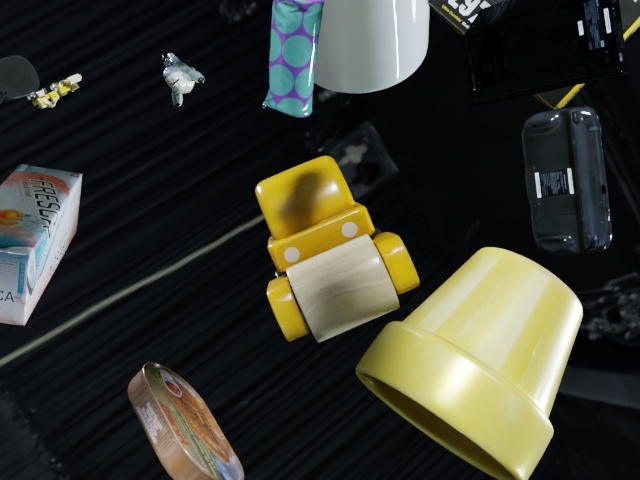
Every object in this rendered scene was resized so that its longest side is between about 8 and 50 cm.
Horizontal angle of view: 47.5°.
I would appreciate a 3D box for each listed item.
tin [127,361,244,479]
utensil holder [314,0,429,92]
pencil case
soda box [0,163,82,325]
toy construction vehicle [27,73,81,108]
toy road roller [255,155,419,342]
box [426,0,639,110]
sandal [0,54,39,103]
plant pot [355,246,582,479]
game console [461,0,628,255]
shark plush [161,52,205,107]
[{"bbox_3d":[-0.154,0.212,0.815,0.189,0.040,0.106,47,0,43],"label":"tin"},{"bbox_3d":[0.066,-0.546,1.500,0.327,0.328,0.385,42,-20,30],"label":"utensil holder"},{"bbox_3d":[-0.034,-0.234,0.910,0.070,0.065,0.151,-90,-173,-63],"label":"pencil case"},{"bbox_3d":[-0.246,-0.004,0.600,0.183,0.058,0.063,-103,-156,-65],"label":"soda box"},{"bbox_3d":[-0.466,-0.261,1.290,0.098,0.086,0.035,-3,-63,45],"label":"toy construction vehicle"},{"bbox_3d":[0.000,0.000,1.125,0.329,0.203,0.240,-122,-171,-84],"label":"toy road roller"},{"bbox_3d":[0.394,-0.428,1.309,0.322,0.257,0.079,45,15,11],"label":"box"},{"bbox_3d":[-0.388,-0.174,0.827,0.040,0.179,0.067,-12,-68,36],"label":"sandal"},{"bbox_3d":[0.214,0.150,0.963,0.254,0.239,0.254,34,-14,10],"label":"plant pot"},{"bbox_3d":[0.310,-0.158,0.992,0.213,0.044,0.361,-6,-88,39],"label":"game console"},{"bbox_3d":[-0.255,-0.311,1.305,0.067,0.073,0.161,38,28,-33],"label":"shark plush"}]
